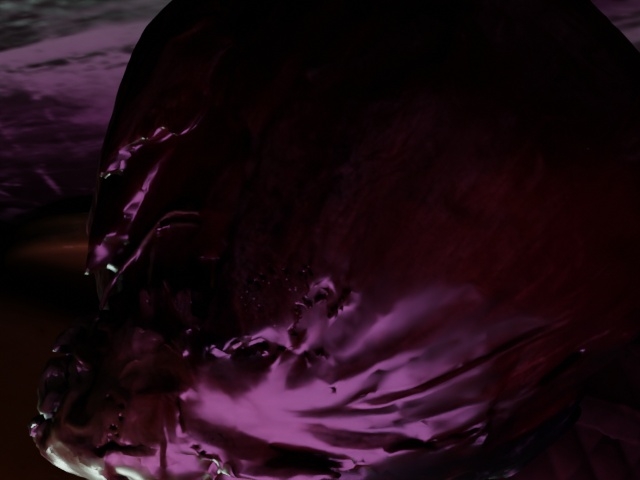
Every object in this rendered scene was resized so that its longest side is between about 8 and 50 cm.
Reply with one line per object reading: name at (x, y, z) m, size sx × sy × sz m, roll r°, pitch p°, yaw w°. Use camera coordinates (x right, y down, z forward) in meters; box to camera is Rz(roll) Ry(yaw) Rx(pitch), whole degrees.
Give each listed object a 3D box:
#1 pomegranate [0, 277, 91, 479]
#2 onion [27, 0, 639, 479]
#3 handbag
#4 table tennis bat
pomegranate at (-0.245, 0.210, 1.212) m, size 0.411 × 0.411 × 0.411 m, roll 3°, pitch 162°, yaw 1°
onion at (0.013, -0.015, 0.762) m, size 0.221 × 0.281 × 0.281 m, roll 45°, pitch 149°, yaw -13°
handbag at (0.125, 0.116, 1.238) m, size 0.225 × 0.146 × 0.135 m, roll 21°, pitch 159°, yaw -38°
table tennis bat at (-0.040, 0.019, 1.129) m, size 0.321 × 0.050 × 0.198 m, roll -4°, pitch 162°, yaw 32°
